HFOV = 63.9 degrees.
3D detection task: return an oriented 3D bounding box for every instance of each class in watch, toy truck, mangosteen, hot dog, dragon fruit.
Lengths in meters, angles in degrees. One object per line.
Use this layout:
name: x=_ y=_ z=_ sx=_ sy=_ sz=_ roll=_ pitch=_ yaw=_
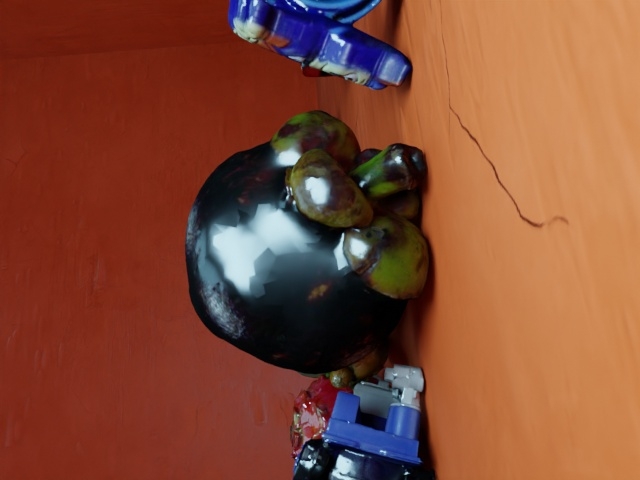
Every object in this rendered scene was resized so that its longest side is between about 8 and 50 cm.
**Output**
watch: x=0.002 y=-0.285 z=0.527 sx=0.171 sy=0.196 sz=0.200 roll=-116 pitch=40 yaw=-60
toy truck: x=0.064 y=0.251 z=0.637 sx=0.213 sy=0.161 sz=0.176 roll=85 pitch=-161 yaw=-60
mangosteen: x=0.000 y=0.003 z=0.564 sx=0.233 sy=0.288 sz=0.287 roll=42 pitch=-146 yaw=-47
hot dog: x=0.049 y=0.177 z=0.801 sx=0.269 sy=0.109 sz=0.072 roll=11 pitch=-92 yaw=-79
dragon fruit: x=0.041 y=0.311 z=0.921 sx=0.189 sy=0.163 sz=0.261 roll=-54 pitch=25 yaw=7

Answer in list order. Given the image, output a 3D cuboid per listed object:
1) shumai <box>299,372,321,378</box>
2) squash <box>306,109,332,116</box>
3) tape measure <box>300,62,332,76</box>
shumai: x=0.025 y=0.210 z=1.395 sx=0.309 sy=0.304 sz=0.263 roll=52 pitch=154 yaw=-12
squash: x=-0.011 y=-0.298 z=1.572 sx=0.193 sy=0.156 sz=0.193 roll=60 pitch=173 yaw=12
tape measure: x=-0.001 y=-0.485 z=1.094 sx=0.253 sy=0.114 sz=0.260 roll=-97 pitch=3 yaw=-55
